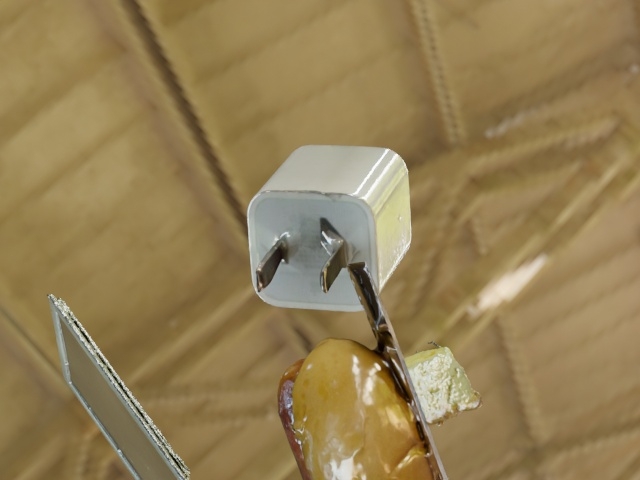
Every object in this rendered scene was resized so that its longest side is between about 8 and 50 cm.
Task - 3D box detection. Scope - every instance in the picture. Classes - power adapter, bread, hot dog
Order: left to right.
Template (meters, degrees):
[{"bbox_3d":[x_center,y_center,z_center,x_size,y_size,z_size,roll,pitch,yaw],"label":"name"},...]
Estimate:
[{"bbox_3d":[0.000,0.000,1.911,0.205,0.130,0.125,-52,-38,-61],"label":"power adapter"},{"bbox_3d":[0.044,0.193,1.547,0.107,0.326,0.194,-20,-30,2],"label":"hot dog"},{"bbox_3d":[0.130,0.147,2.115,0.109,0.084,0.080,-27,1,36],"label":"bread"}]

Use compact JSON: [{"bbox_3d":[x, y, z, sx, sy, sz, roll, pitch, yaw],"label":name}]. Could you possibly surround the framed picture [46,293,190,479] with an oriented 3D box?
[{"bbox_3d":[-0.216,0.202,2.197,0.017,0.274,0.217,-31,-22,-18],"label":"framed picture"}]
